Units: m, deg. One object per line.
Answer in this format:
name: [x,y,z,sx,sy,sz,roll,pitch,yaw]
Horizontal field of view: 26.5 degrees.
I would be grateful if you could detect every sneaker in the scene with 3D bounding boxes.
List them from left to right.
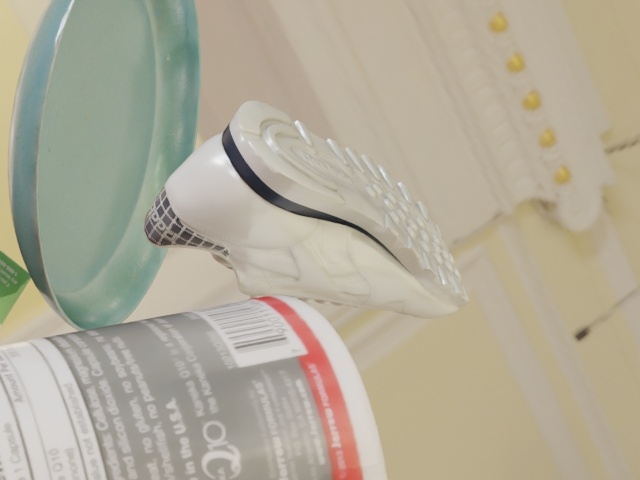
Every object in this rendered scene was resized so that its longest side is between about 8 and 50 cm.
sneaker: [0.000,0.000,0.817,0.235,0.095,0.090,30,25,-43]

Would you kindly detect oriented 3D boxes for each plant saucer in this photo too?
plant saucer: [-0.167,-0.086,1.061,0.044,0.317,0.317,9,-38,14]

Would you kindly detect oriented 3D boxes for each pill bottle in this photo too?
pill bottle: [-0.126,0.126,0.636,0.161,0.283,0.161,34,-51,57]

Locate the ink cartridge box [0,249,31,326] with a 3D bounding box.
ink cartridge box: [-0.346,0.069,1.041,0.093,0.212,0.154,15,-24,41]
